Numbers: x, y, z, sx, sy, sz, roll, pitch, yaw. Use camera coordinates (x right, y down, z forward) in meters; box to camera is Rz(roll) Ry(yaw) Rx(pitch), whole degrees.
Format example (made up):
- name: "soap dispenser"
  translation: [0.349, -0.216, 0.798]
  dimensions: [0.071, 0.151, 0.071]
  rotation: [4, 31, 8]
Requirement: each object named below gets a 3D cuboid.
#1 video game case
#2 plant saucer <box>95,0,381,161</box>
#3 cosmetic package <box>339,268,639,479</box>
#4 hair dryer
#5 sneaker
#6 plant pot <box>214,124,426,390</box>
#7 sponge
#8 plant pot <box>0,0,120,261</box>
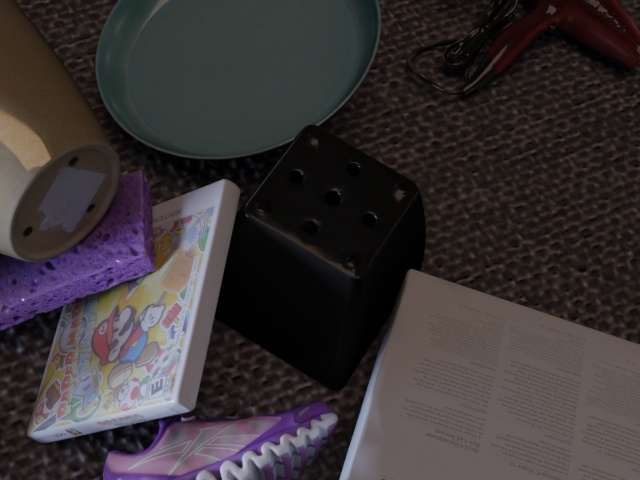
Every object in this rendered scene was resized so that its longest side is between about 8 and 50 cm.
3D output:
- name: "video game case"
  translation: [-0.173, 0.066, 1.074]
  dimensions: [0.026, 0.206, 0.227]
  rotation: [36, 50, -38]
- name: "plant saucer"
  translation: [-0.089, -0.210, 1.276]
  dimensions: [0.318, 0.043, 0.317]
  rotation: [-5, 58, 9]
- name: "cosmetic package"
  translation: [0.219, 0.205, 1.064]
  dimensions: [0.377, 0.097, 0.284]
  rotation: [19, 41, 4]
- name: "hair dryer"
  translation: [0.255, -0.258, 1.411]
  dimensions: [0.294, 0.080, 0.223]
  rotation: [7, 75, 0]
- name: "sneaker"
  translation: [-0.097, 0.194, 1.064]
  dimensions: [0.236, 0.095, 0.104]
  rotation: [-24, 60, -21]
- name: "plant pot"
  translation: [0.000, 0.000, 1.146]
  dimensions: [0.187, 0.167, 0.188]
  rotation: [31, 59, 8]
- name: "sponge"
  translation: [-0.256, 0.015, 1.103]
  dimensions: [0.210, 0.031, 0.117]
  rotation: [-20, 46, 7]
- name: "plant pot"
  translation: [-0.322, -0.109, 1.070]
  dimensions: [0.274, 0.256, 0.256]
  rotation: [36, 60, 22]
